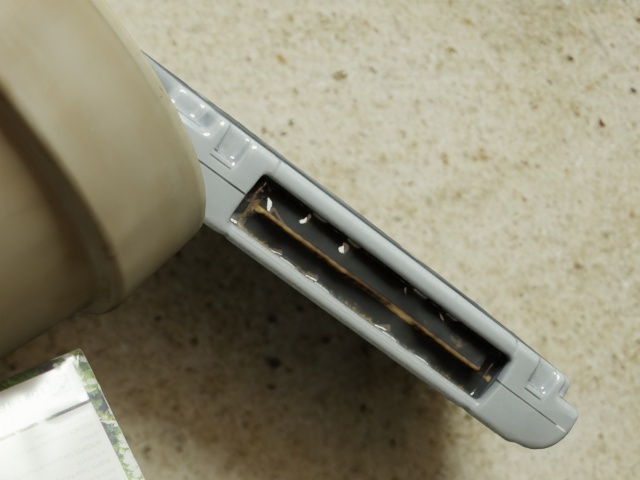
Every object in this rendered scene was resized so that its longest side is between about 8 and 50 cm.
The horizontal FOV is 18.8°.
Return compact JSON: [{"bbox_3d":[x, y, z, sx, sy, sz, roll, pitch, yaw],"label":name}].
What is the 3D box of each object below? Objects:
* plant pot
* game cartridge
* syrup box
[{"bbox_3d":[-0.263,-0.023,0.906,0.323,0.323,0.280,46,72,-7],"label":"plant pot"},{"bbox_3d":[0.000,0.000,1.093,0.297,0.198,0.062,37,88,-24],"label":"game cartridge"},{"bbox_3d":[-0.127,0.187,1.000,0.093,0.096,0.236,-23,84,-34],"label":"syrup box"}]
